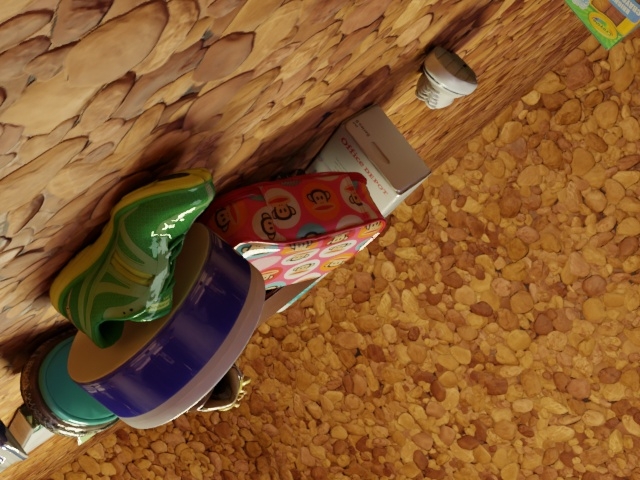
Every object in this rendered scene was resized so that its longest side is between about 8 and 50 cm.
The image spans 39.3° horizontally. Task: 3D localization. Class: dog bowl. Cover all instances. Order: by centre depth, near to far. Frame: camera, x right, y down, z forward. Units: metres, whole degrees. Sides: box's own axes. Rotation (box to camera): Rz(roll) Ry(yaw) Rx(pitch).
[{"bbox_3d":[-0.203,0.107,1.172,0.265,0.104,0.265,-35,-153,21],"label":"dog bowl"}]

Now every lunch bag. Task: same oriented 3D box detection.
[{"bbox_3d":[-0.068,0.005,1.417,0.293,0.120,0.258,-10,157,-35],"label":"lunch bag"}]

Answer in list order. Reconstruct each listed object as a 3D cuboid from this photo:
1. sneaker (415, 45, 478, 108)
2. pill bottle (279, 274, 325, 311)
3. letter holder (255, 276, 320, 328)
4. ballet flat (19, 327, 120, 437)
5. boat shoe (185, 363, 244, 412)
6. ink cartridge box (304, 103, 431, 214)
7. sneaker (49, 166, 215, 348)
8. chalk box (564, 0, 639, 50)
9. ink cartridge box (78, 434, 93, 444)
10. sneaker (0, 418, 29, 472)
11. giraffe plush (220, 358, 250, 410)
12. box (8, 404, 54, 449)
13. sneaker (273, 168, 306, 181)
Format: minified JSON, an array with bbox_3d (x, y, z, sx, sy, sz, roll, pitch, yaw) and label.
[{"bbox_3d":[0.205,-0.260,1.497,0.091,0.094,0.258,-45,174,18],"label":"sneaker"},{"bbox_3d":[-0.045,0.030,1.964,0.264,0.146,0.146,-41,174,22],"label":"pill bottle"},{"bbox_3d":[-0.111,0.052,1.713,0.302,0.152,0.214,-39,173,-1],"label":"letter holder"},{"bbox_3d":[-0.362,0.209,1.447,0.182,0.164,0.483,-21,-177,22],"label":"ballet flat"},{"bbox_3d":[-0.189,0.227,1.431,0.123,0.123,0.342,-53,174,-7],"label":"boat shoe"},{"bbox_3d":[0.071,-0.110,1.536,0.093,0.154,0.212,-35,173,-30],"label":"ink cartridge box"},{"bbox_3d":[-0.197,0.021,1.026,0.295,0.123,0.109,-43,172,36],"label":"sneaker"},{"bbox_3d":[0.494,-0.445,1.427,0.179,0.180,0.289,-37,173,-17],"label":"chalk box"},{"bbox_3d":[-0.392,0.263,1.726,0.235,0.056,0.171,-33,144,-38],"label":"ink cartridge box"},{"bbox_3d":[-0.537,0.329,1.306,0.182,0.127,0.315,-39,177,-22],"label":"sneaker"},{"bbox_3d":[-0.228,0.261,1.740,0.210,0.171,0.181,92,17,-49],"label":"giraffe plush"},{"bbox_3d":[-0.489,0.312,1.843,0.322,0.058,0.232,-36,174,-37],"label":"box"},{"bbox_3d":[-0.059,-0.079,1.516,0.073,0.063,0.162,-30,169,21],"label":"sneaker"}]
